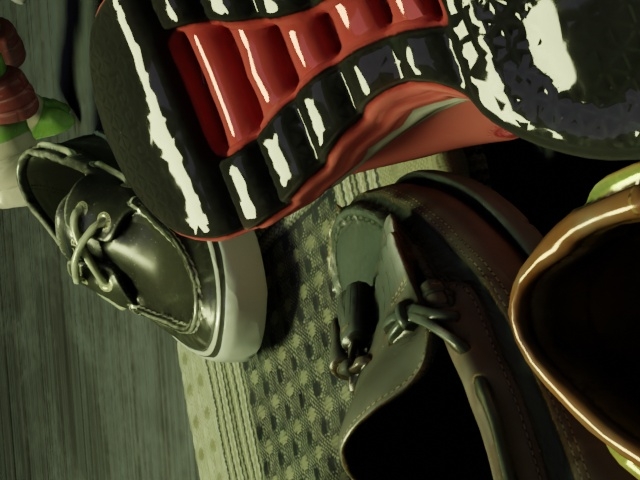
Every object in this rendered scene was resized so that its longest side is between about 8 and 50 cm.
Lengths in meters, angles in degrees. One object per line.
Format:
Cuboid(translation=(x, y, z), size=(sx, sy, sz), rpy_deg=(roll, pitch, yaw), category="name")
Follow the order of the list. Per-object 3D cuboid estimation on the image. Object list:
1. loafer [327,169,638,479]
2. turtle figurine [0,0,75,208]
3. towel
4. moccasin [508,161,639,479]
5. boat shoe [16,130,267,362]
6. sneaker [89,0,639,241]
Cuboid(translation=(0.046, 0.060, 0.502), size=(0.267, 0.084, 0.096), rpy_deg=(-125, 30, -52), category="loafer")
Cuboid(translation=(-0.189, -0.177, 1.064), size=(0.198, 0.275, 0.266), rpy_deg=(20, 136, 39), category="turtle figurine")
Cuboid(translation=(0.000, 0.000, 0.762), size=(0.312, 0.056, 0.324), rpy_deg=(-41, 56, 57), category="towel")
Cuboid(translation=(0.162, 0.033, 0.274), size=(0.380, 0.147, 0.139), rpy_deg=(-153, 60, -62), category="moccasin")
Cuboid(translation=(-0.093, 0.002, 0.806), size=(0.219, 0.070, 0.077), rpy_deg=(36, 125, 57), category="boat shoe")
Cuboid(translation=(0.063, -0.088, 0.512), size=(0.314, 0.136, 0.115), rpy_deg=(-11, 103, 45), category="sneaker")
